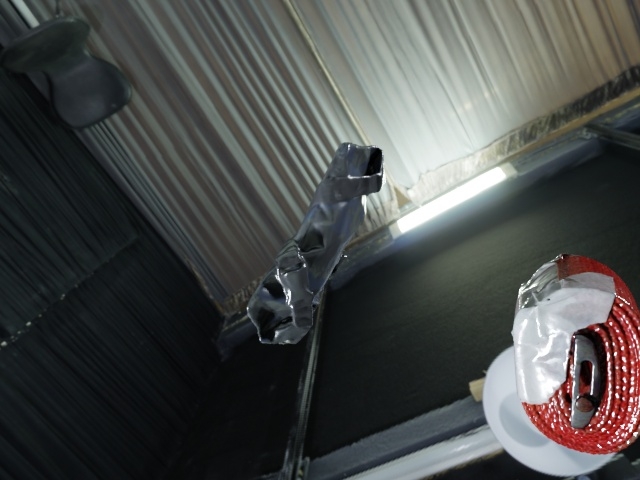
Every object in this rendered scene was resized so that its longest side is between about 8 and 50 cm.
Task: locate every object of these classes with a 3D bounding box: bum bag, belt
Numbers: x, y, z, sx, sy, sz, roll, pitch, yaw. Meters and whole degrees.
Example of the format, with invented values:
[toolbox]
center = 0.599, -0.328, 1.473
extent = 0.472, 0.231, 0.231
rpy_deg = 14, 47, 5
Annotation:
[bum bag]
center = 0.000, 0.000, 0.589
extent = 0.074, 0.137, 0.310
rpy_deg = 23, -99, 29
[belt]
center = 0.281, 0.125, 0.481
extent = 0.127, 0.201, 0.124
rpy_deg = -3, -165, 28
